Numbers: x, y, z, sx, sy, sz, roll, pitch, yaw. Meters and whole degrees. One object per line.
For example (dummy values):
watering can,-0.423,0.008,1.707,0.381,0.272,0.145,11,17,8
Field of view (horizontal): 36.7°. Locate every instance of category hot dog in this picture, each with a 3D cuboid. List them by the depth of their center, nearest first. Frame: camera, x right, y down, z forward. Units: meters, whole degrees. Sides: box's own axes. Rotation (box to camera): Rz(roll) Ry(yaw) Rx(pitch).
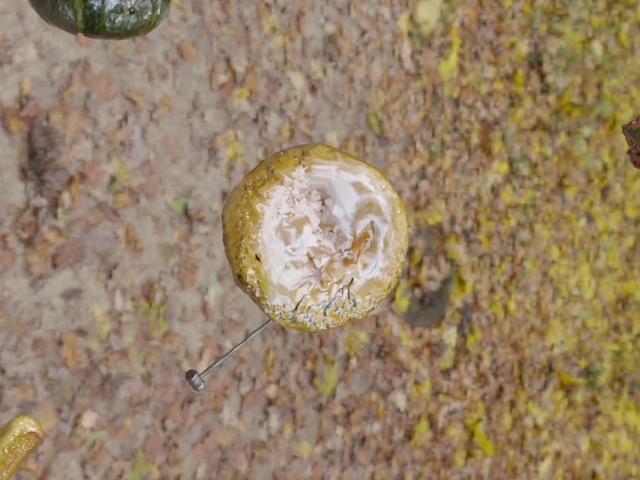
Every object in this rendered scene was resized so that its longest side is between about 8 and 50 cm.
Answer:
hot dog,-0.491,0.336,1.419,0.066,0.047,0.216,33,102,-34

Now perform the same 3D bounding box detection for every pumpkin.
pumpkin,-0.343,-0.404,1.490,0.238,0.237,0.159,-24,133,-56

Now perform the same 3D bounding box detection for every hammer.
hammer,-0.162,0.213,2.048,0.292,0.029,0.058,-38,146,-13

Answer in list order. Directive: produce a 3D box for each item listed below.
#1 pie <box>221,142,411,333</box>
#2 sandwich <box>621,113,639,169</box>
pie,0.000,0.000,1.276,0.273,0.069,0.274,-1,92,-21
sandwich,0.630,-0.194,1.662,0.292,0.212,0.109,-28,94,-35
